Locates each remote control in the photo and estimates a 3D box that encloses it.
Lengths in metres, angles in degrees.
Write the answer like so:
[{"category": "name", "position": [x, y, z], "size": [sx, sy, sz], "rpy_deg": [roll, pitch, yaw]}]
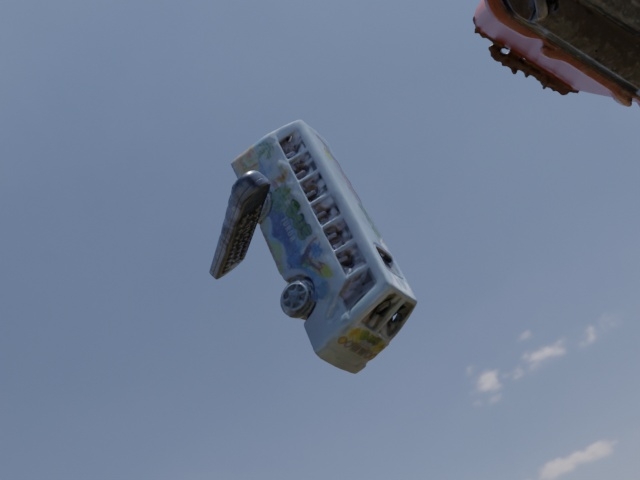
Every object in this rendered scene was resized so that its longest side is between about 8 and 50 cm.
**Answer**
[{"category": "remote control", "position": [-0.079, -0.016, 0.869], "size": [0.043, 0.027, 0.152], "rpy_deg": [-46, -13, -36]}]

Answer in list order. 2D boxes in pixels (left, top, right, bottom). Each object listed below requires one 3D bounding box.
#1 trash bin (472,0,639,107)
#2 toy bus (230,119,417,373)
[{"category": "trash bin", "position": [0.203, -0.164, 0.583], "size": [0.161, 0.184, 0.239], "rpy_deg": [-59, 3, 7]}, {"category": "toy bus", "position": [0.000, 0.000, 1.122], "size": [0.136, 0.330, 0.109], "rpy_deg": [-37, -36, 14]}]
